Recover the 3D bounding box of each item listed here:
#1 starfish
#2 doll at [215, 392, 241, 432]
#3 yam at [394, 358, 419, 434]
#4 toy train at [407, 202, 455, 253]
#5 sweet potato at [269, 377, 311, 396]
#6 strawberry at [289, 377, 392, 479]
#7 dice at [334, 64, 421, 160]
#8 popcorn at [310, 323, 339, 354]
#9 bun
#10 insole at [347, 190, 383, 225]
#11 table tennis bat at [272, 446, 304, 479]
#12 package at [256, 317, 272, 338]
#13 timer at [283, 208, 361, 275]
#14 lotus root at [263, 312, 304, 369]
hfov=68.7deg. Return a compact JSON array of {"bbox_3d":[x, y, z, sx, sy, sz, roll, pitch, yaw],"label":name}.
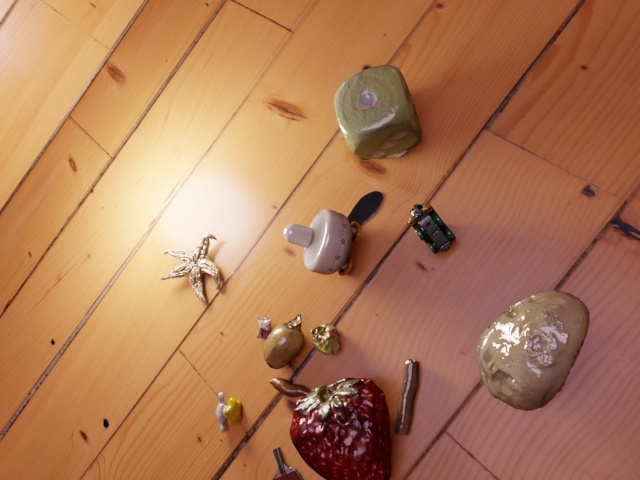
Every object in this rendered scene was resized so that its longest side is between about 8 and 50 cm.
[{"bbox_3d":[-0.540,0.116,1.979,0.302,0.060,0.299,3,84,20],"label":"starfish"},{"bbox_3d":[-0.354,0.650,1.752,0.113,0.071,0.135,11,86,35],"label":"doll"},{"bbox_3d":[0.278,0.502,1.503,0.056,0.056,0.241,7,81,26],"label":"yam"},{"bbox_3d":[0.358,-0.044,1.533,0.091,0.227,0.136,-39,34,11],"label":"toy train"},{"bbox_3d":[-0.098,0.532,1.670,0.194,0.056,0.057,10,81,22],"label":"sweet potato"},{"bbox_3d":[0.094,0.619,1.463,0.317,0.295,0.345,-27,99,-1],"label":"strawberry"},{"bbox_3d":[0.206,-0.445,1.673,0.251,0.249,0.255,-18,70,21],"label":"dice"},{"bbox_3d":[0.018,0.351,1.647,0.097,0.089,0.109,-36,67,25],"label":"popcorn"},{"bbox_3d":[0.571,0.279,1.269,0.234,0.362,0.326,36,52,27],"label":"bun"},{"bbox_3d":[0.138,-0.085,1.747,0.253,0.005,0.086,-49,62,6],"label":"insole"},{"bbox_3d":[-0.118,0.829,1.617,0.130,0.019,0.221,-30,67,16],"label":"table tennis bat"},{"bbox_3d":[-0.215,0.336,1.788,0.059,0.029,0.083,2,88,18],"label":"package"},{"bbox_3d":[0.000,0.000,1.653,0.233,0.240,0.234,-164,90,-71],"label":"timer"},{"bbox_3d":[-0.127,0.364,1.692,0.125,0.118,0.221,35,96,11],"label":"lotus root"}]
